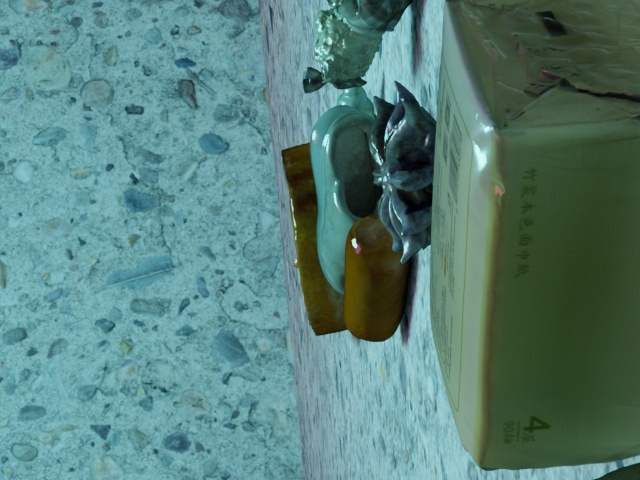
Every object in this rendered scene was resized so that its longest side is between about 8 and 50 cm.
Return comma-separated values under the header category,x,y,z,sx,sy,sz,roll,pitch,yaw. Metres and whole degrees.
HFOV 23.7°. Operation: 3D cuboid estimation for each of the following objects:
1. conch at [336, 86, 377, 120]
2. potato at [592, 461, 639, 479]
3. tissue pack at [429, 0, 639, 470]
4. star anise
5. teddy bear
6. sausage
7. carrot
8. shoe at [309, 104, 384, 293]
category,x,y,z,sx,sy,sz,roll,pitch,yaw
conch,0.053,-0.135,1.889,0.065,0.088,0.180,-44,-39,-36
potato,0.160,0.184,0.628,0.178,0.160,0.235,66,170,-19
tissue pack,0.131,-0.010,0.865,0.159,0.125,0.234,-101,8,-55
star anise,0.087,-0.072,1.535,0.180,0.061,0.204,-115,18,-59
teddy bear,0.050,-0.251,1.601,0.133,0.111,0.213,-12,-67,-54
sausage,0.064,0.050,1.779,0.197,0.076,0.076,92,171,-50
carrot,0.000,0.000,2.262,0.258,0.100,0.307,-98,5,-57
shoe,0.049,-0.037,1.808,0.100,0.103,0.251,32,140,50
